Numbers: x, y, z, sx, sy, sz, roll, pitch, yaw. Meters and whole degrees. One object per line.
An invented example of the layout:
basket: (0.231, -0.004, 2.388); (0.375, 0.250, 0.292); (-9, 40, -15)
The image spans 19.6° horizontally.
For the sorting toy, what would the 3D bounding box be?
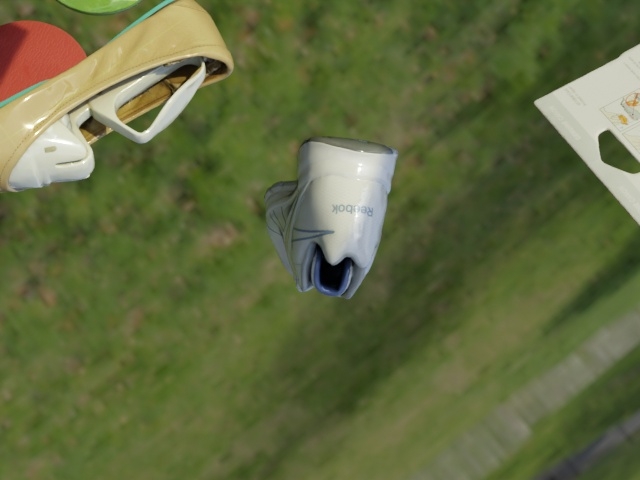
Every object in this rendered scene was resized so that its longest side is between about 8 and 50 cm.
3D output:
sorting toy: (-0.227, -0.237, 1.816); (0.126, 0.127, 0.365); (105, 10, -71)

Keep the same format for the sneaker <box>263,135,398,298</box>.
sneaker: (0.000, 0.000, 1.754); (0.111, 0.129, 0.297); (6, 163, -4)

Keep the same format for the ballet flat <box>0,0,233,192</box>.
ballet flat: (-0.159, -0.086, 1.275); (0.232, 0.073, 0.080); (-37, 162, -16)

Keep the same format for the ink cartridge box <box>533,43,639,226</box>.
ink cartridge box: (0.405, -0.117, 2.035); (0.239, 0.275, 0.060); (-29, 135, -4)
